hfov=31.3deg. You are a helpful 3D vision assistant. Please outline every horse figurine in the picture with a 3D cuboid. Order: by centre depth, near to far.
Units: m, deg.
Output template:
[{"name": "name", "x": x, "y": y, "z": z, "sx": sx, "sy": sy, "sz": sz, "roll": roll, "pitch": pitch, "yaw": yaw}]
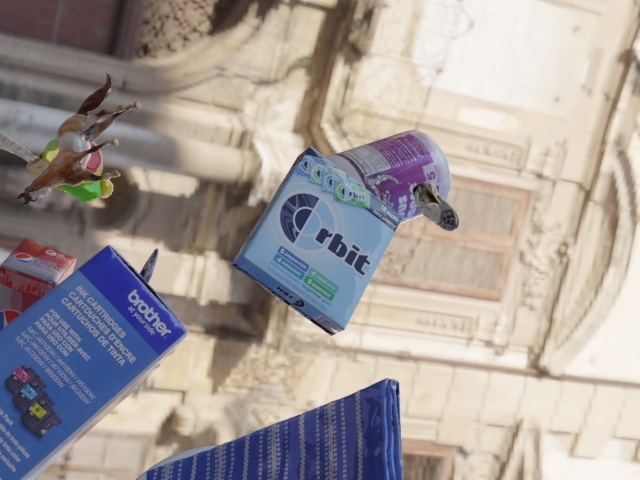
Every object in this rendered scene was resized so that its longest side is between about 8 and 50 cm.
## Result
[{"name": "horse figurine", "x": -0.405, "y": -0.169, "z": 1.960, "sx": 0.175, "sy": 0.066, "sz": 0.263, "roll": -16, "pitch": -134, "yaw": 24}]

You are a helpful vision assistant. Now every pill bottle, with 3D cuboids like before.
[{"name": "pill bottle", "x": 0.083, "y": -0.093, "z": 2.138, "sx": 0.169, "sy": 0.302, "sz": 0.169, "roll": 36, "pitch": -43, "yaw": 44}]

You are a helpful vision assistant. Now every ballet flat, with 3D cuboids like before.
[{"name": "ballet flat", "x": 0.160, "y": -0.048, "z": 1.637, "sx": 0.041, "sy": 0.041, "sz": 0.114, "roll": -68, "pitch": -152, "yaw": 25}]

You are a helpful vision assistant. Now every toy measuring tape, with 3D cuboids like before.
[{"name": "toy measuring tape", "x": -0.533, "y": -0.186, "z": 2.230, "sx": 0.121, "sy": 0.330, "sz": 0.121, "roll": -28, "pitch": -136, "yaw": 31}]

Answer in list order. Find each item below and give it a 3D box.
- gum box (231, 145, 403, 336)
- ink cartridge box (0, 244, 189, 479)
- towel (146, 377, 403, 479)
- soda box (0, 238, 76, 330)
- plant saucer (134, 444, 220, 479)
[{"name": "gum box", "x": 0.000, "y": 0.000, "z": 1.428, "sx": 0.041, "sy": 0.157, "sz": 0.184, "roll": -34, "pitch": -157, "yaw": 57}, {"name": "ink cartridge box", "x": -0.321, "y": 0.171, "z": 1.353, "sx": 0.151, "sy": 0.395, "sz": 0.270, "roll": 49, "pitch": -27, "yaw": 1}, {"name": "towel", "x": -0.062, "y": 0.280, "z": 1.197, "sx": 0.336, "sy": 0.040, "sz": 0.243, "roll": -23, "pitch": -146, "yaw": 19}, {"name": "soda box", "x": -0.428, "y": 0.135, "z": 1.622, "sx": 0.092, "sy": 0.083, "sz": 0.263, "roll": -72, "pitch": -176, "yaw": -64}, {"name": "plant saucer", "x": -0.129, "y": 0.490, "z": 1.600, "sx": 0.100, "sy": 0.401, "sz": 0.400, "roll": 128, "pitch": -37, "yaw": -49}]
